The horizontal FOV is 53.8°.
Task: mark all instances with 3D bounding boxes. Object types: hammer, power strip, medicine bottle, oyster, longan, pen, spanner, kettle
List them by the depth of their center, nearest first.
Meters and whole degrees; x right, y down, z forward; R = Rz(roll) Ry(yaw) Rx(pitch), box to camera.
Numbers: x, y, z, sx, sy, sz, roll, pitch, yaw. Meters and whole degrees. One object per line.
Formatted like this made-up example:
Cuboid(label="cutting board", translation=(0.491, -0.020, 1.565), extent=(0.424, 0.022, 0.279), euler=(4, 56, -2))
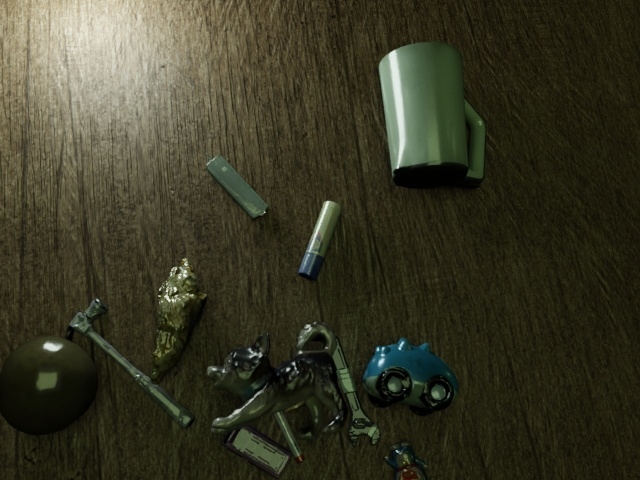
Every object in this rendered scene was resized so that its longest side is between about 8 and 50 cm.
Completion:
Cuboid(label="longan", translation=(-0.684, 0.360, 1.566), extent=(0.248, 0.248, 0.248), euler=(2, 75, -6))
Cuboid(label="hammer", translation=(-0.497, 0.341, 1.683), extent=(0.427, 0.044, 0.152), euler=(39, 75, 4))
Cuboid(label="oyster", translation=(-0.380, 0.208, 1.685), extent=(0.110, 0.166, 0.341), euler=(11, 52, 5))
Cuboid(label="pen", translation=(-0.101, 0.493, 1.698), extent=(0.026, 0.026, 0.218), euler=(-25, 79, -13))
Cuboid(label="spanner", translation=(0.076, 0.416, 1.743), extent=(0.087, 0.024, 0.316), euler=(-20, 78, -6))
Cuboid(label="medicine bottle", translation=(0.000, 0.000, 1.826), extent=(0.059, 0.059, 0.231), euler=(20, 73, -1))
Cuboid(label="power strip", translation=(-0.253, -0.164, 1.856), extent=(0.060, 0.027, 0.253), euler=(-42, 83, -14))
Cuboid(label="kettle", translation=(0.354, -0.354, 1.900), extent=(0.361, 0.250, 0.377), euler=(6, 75, -35))

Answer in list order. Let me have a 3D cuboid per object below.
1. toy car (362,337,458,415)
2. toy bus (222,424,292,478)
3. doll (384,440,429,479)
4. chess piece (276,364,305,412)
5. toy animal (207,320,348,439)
Cuboid(label="toy car", translation=(0.243, 0.360, 1.693), extent=(0.255, 0.188, 0.190), euler=(12, 67, -1))
Cuboid(label="toy bus", translation=(-0.164, 0.539, 1.639), extent=(0.178, 0.098, 0.087), euler=(31, 74, 2))
Cuboid(label="doll", translation=(0.235, 0.616, 1.676), extent=(0.114, 0.085, 0.152), euler=(-19, 67, 12))
Cuboid(label="chess piece", translation=(-0.086, 0.399, 1.709), extent=(0.066, 0.066, 0.122), euler=(-20, 73, -12))
Cuboid(label="toy animal", translation=(-0.114, 0.340, 1.600), extent=(0.344, 0.194, 0.303), euler=(7, 62, -11))
